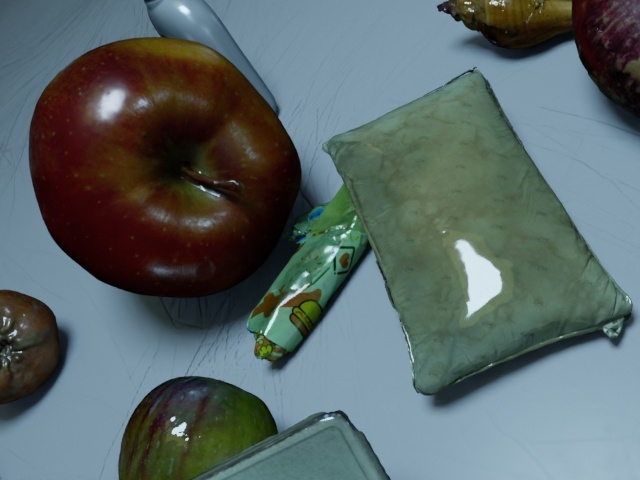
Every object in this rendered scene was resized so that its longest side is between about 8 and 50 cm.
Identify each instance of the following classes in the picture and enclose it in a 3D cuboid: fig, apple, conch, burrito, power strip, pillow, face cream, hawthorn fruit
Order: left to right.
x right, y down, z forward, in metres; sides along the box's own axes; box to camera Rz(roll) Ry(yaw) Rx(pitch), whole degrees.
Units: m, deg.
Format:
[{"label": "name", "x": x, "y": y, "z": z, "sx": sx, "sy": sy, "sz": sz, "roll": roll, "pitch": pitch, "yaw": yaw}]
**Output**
[{"label": "hawthorn fruit", "x": -0.411, "y": 0.136, "z": 0.752, "sx": 0.149, "sy": 0.149, "sz": 0.189, "roll": -47, "pitch": 5, "yaw": -8}, {"label": "apple", "x": -0.181, "y": -0.082, "z": 0.654, "sx": 0.288, "sy": 0.288, "sz": 0.316, "roll": -48, "pitch": 30, "yaw": -9}, {"label": "fig", "x": -0.120, "y": 0.239, "z": 0.478, "sx": 0.149, "sy": 0.149, "sz": 0.246, "roll": 5, "pitch": 71, "yaw": 35}, {"label": "face cream", "x": -0.173, "y": -0.281, "z": 0.795, "sx": 0.071, "sy": 0.291, "sz": 0.144, "roll": -49, "pitch": 44, "yaw": -8}, {"label": "power strip", "x": -0.024, "y": 0.236, "z": 0.410, "sx": 0.213, "sy": 0.198, "sz": 0.064, "roll": -29, "pitch": 6, "yaw": 8}, {"label": "burrito", "x": 0.000, "y": 0.000, "z": 0.637, "sx": 0.104, "sy": 0.054, "sz": 0.288, "roll": 23, "pitch": 72, "yaw": 44}, {"label": "pillow", "x": 0.124, "y": -0.020, "z": 0.530, "sx": 0.184, "sy": 0.075, "sz": 0.303, "roll": -24, "pitch": 58, "yaw": 7}, {"label": "conch", "x": 0.256, "y": -0.265, "z": 0.669, "sx": 0.232, "sy": 0.080, "sz": 0.086, "roll": 0, "pitch": 66, "yaw": 5}]

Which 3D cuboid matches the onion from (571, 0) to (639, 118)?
[{"label": "onion", "x": 0.340, "y": -0.213, "z": 0.488, "sx": 0.246, "sy": 0.190, "sz": 0.247, "roll": -12, "pitch": 68, "yaw": 32}]
